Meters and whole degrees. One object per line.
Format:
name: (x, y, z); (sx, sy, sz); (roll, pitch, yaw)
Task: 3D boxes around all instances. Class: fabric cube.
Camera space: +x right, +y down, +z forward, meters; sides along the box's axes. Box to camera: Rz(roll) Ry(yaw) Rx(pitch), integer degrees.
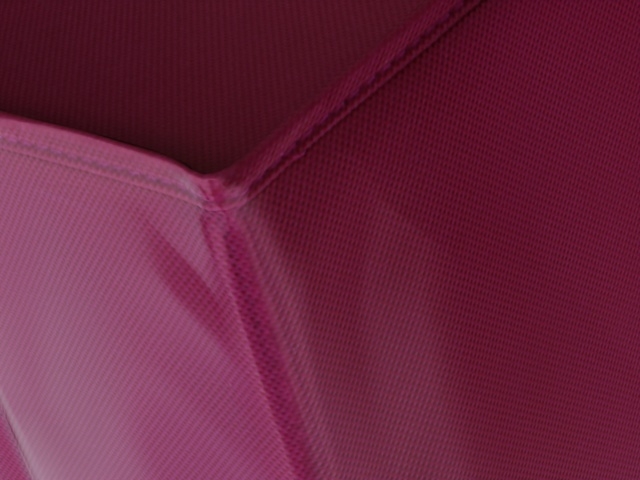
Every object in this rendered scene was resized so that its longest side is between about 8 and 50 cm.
fabric cube: (0.000, 0.000, 0.572); (0.259, 0.254, 0.258); (16, 134, 41)
